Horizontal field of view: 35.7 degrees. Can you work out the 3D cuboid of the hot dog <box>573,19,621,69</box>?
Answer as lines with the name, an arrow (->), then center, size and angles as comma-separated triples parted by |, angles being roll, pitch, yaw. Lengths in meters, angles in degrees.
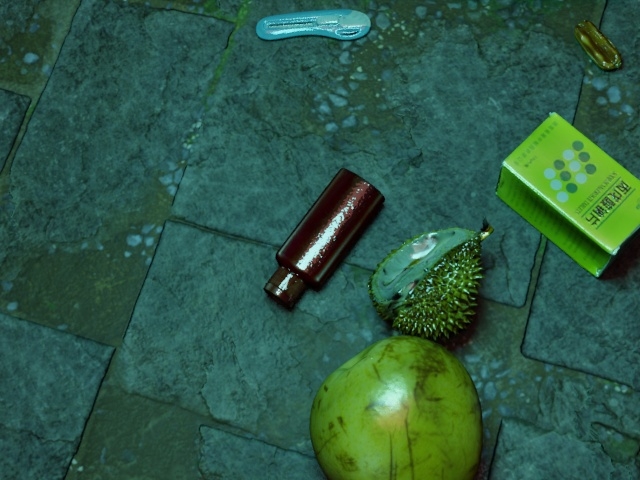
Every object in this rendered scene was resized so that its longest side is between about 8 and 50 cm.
hot dog -> 0.512, -0.360, 1.837 | 0.049, 0.037, 0.122 | -32, 65, 6

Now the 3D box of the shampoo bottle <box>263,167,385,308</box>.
shampoo bottle -> 0.000, 0.000, 1.746 | 0.102, 0.064, 0.260 | 33, 77, 15

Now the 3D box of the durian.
durian -> 0.206, 0.072, 1.658 | 0.237, 0.193, 0.138 | -34, 113, 5

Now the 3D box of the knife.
knife -> -0.014, -0.412, 1.905 | 0.221, 0.031, 0.064 | -2, 75, 5

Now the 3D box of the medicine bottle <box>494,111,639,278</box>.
medicine bottle -> 0.436, -0.077, 1.692 | 0.137, 0.141, 0.250 | -44, 73, -12

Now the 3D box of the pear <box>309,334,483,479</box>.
pear -> 0.121, 0.290, 1.537 | 0.280, 0.281, 0.281 | -2, 71, 5
